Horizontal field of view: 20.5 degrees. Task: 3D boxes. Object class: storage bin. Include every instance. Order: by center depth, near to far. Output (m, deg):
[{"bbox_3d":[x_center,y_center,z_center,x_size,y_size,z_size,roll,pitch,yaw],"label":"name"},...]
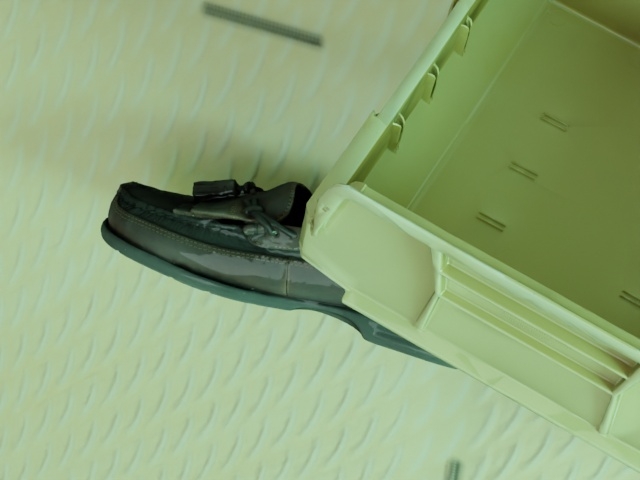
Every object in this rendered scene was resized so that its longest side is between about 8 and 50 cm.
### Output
[{"bbox_3d":[0.163,-0.043,0.957,0.260,0.262,0.123,30,153,9],"label":"storage bin"}]

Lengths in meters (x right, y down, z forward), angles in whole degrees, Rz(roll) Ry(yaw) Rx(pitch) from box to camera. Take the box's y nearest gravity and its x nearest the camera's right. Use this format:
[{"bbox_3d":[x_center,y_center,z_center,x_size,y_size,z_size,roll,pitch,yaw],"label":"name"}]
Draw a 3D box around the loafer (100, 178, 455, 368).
[{"bbox_3d":[0.000,0.000,1.209,0.302,0.109,0.095,18,107,11],"label":"loafer"}]
